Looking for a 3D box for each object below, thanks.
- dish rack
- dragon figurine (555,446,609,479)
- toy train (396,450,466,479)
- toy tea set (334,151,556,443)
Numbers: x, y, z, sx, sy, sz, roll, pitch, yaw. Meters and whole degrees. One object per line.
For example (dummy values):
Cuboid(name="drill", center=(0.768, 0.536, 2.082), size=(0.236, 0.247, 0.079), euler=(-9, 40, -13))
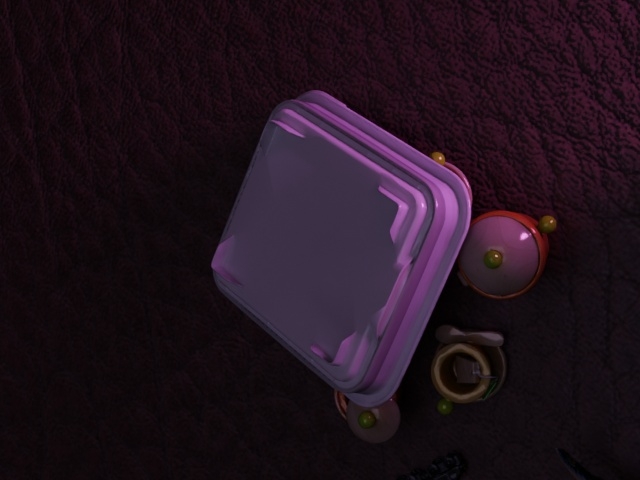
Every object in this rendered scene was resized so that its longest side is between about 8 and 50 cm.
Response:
Cuboid(name="dish rack", center=(0.000, 0.000, 1.527), size=(0.333, 0.072, 0.285), euler=(36, 109, 42))
Cuboid(name="dragon figurine", center=(0.377, 0.300, 1.398), size=(0.144, 0.085, 0.289), euler=(-39, 80, 23))
Cuboid(name="toy train", center=(0.103, 0.292, 1.580), size=(0.158, 0.027, 0.036), euler=(-31, 90, 26))
Cuboid(name="toy tea set", center=(0.124, 0.082, 1.486), size=(0.200, 0.124, 0.336), euler=(21, 104, 17))
